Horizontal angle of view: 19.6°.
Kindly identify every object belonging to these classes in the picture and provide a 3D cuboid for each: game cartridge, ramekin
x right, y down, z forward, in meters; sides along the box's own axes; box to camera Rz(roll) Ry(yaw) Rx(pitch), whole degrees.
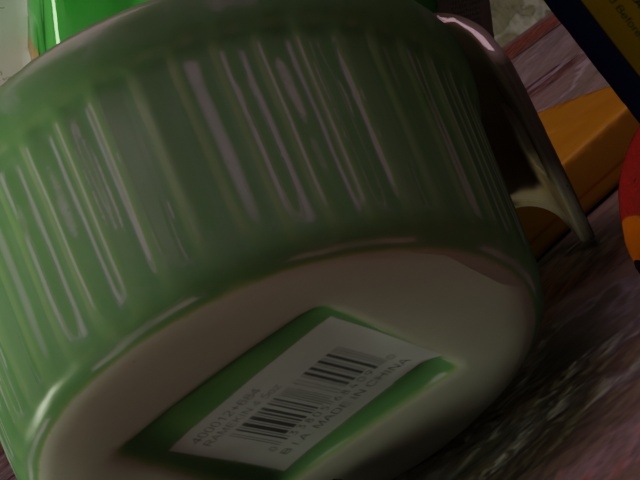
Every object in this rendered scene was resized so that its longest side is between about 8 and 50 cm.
[{"bbox_3d":[0.114,-0.008,1.404,0.285,0.052,0.324,-41,9,-17],"label":"game cartridge"},{"bbox_3d":[-0.037,0.025,0.928,0.303,0.148,0.303,-17,-32,-11],"label":"ramekin"}]

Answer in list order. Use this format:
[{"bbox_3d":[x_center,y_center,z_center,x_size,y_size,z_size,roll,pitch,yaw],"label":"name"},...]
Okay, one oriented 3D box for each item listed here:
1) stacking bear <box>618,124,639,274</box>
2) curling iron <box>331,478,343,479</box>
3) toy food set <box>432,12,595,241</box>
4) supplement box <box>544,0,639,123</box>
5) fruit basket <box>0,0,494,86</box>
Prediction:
[{"bbox_3d":[0.188,-0.035,0.639,0.164,0.175,0.289,-42,-1,-11],"label":"stacking bear"},{"bbox_3d":[-0.077,0.211,0.914,0.274,0.035,0.068,-40,6,-11],"label":"curling iron"},{"bbox_3d":[0.000,0.000,1.124,0.306,0.092,0.219,-22,-33,11],"label":"toy food set"},{"bbox_3d":[0.306,-0.206,0.984,0.356,0.194,0.195,-31,9,49],"label":"supplement box"},{"bbox_3d":[-0.051,-0.115,1.162,0.327,0.165,0.353,-15,-36,-1],"label":"fruit basket"}]
